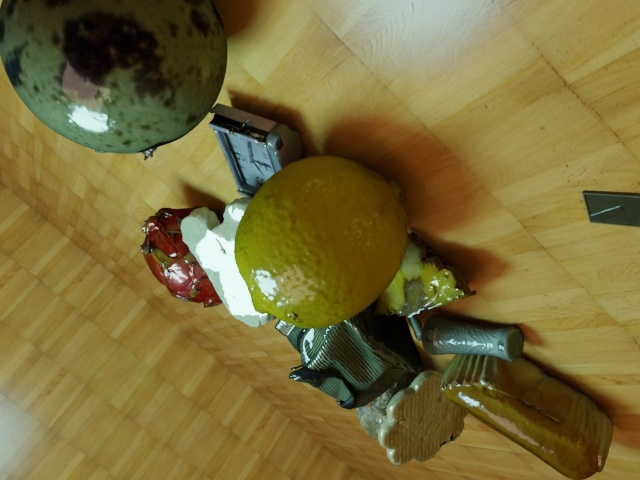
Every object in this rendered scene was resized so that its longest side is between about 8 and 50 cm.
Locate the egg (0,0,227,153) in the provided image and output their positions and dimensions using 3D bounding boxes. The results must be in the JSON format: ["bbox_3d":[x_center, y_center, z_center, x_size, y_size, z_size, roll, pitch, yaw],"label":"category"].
[{"bbox_3d":[-0.351,-0.322,1.015,0.427,0.345,0.345,15,147,43],"label":"egg"}]

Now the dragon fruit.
[{"bbox_3d":[-0.342,0.045,1.705,0.342,0.277,0.277,33,154,2],"label":"dragon fruit"}]

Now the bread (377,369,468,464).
[{"bbox_3d":[0.288,0.486,1.659,0.316,0.316,0.054,56,171,-35],"label":"bread"}]

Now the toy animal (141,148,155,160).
[{"bbox_3d":[-0.558,-0.315,1.589,0.224,0.066,0.230,0,128,9],"label":"toy animal"}]

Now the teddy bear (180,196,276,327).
[{"bbox_3d":[-0.119,0.041,1.520,0.327,0.362,0.376,-13,104,29],"label":"teddy bear"}]

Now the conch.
[{"bbox_3d":[0.181,0.408,1.759,0.297,0.210,0.353,34,134,28],"label":"conch"}]

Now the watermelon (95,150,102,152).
[{"bbox_3d":[-0.630,-0.303,1.707,0.187,0.071,0.139,-4,129,54],"label":"watermelon"}]

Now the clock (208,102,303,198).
[{"bbox_3d":[-0.122,-0.174,1.274,0.186,0.083,0.253,23,152,25],"label":"clock"}]

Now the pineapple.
[{"bbox_3d":[0.222,0.069,1.266,0.249,0.139,0.164,-33,68,47],"label":"pineapple"}]

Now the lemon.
[{"bbox_3d":[-0.001,0.001,1.141,0.336,0.336,0.336,28,153,16],"label":"lemon"}]

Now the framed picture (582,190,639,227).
[{"bbox_3d":[0.436,-0.046,0.888,0.089,0.007,0.066,9,143,45],"label":"framed picture"}]

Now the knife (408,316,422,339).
[{"bbox_3d":[0.221,0.198,1.379,0.343,0.027,0.061,46,-156,-79],"label":"knife"}]

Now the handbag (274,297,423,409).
[{"bbox_3d":[0.064,0.238,1.417,0.340,0.240,0.247,40,-159,-44],"label":"handbag"}]

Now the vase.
[{"bbox_3d":[0.343,0.223,1.360,0.219,0.096,0.096,-2,135,48],"label":"vase"}]

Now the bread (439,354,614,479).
[{"bbox_3d":[0.462,0.389,1.383,0.388,0.183,0.236,24,154,24],"label":"bread"}]
